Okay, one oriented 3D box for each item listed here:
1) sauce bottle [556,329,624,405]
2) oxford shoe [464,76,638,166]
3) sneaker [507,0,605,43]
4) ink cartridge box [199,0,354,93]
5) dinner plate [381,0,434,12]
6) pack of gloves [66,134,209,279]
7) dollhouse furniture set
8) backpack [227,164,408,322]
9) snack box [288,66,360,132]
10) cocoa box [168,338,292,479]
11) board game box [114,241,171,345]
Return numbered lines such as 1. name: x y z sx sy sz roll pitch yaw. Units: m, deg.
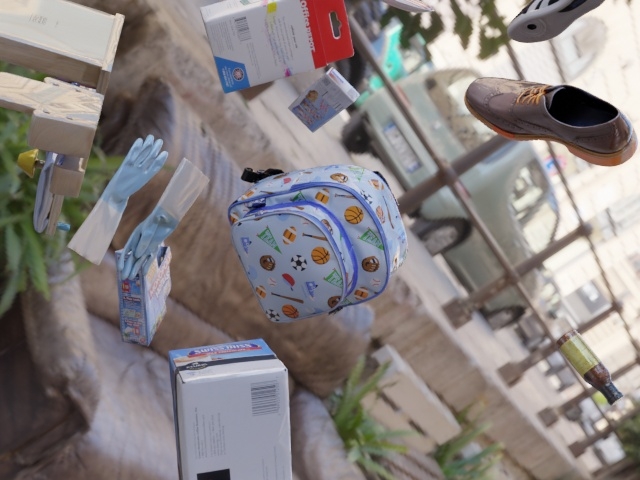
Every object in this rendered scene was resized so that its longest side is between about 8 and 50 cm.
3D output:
1. sauce bottle: 0.421 0.199 1.471 0.128 0.042 0.042 56 7 25
2. oxford shoe: 0.424 -0.259 1.783 0.364 0.130 0.132 23 -16 35
3. sneaker: 0.445 -0.459 1.758 0.079 0.217 0.121 26 61 -30
4. ink cartridge box: -0.072 -0.348 1.581 0.078 0.231 0.134 -112 -172 -57
5. dinner plate: 0.141 -0.442 1.733 0.141 0.017 0.141 19 21 -8
6. pack of gloves: -0.307 -0.056 1.565 0.046 0.232 0.195 27 -10 32
7. dollhouse furniture set: -0.396 -0.136 1.215 0.198 0.303 0.286 14 40 -14
8. backpack: 0.000 0.000 1.543 0.276 0.263 0.213 64 25 -19
9. snack box: 0.003 -0.233 1.581 0.064 0.022 0.178 44 -23 -9
10. cocoa box: -0.201 0.420 2.077 0.228 0.232 0.347 -145 -129 -71
11. board game box: -0.339 0.067 1.831 0.194 0.060 0.194 -70 164 -48
